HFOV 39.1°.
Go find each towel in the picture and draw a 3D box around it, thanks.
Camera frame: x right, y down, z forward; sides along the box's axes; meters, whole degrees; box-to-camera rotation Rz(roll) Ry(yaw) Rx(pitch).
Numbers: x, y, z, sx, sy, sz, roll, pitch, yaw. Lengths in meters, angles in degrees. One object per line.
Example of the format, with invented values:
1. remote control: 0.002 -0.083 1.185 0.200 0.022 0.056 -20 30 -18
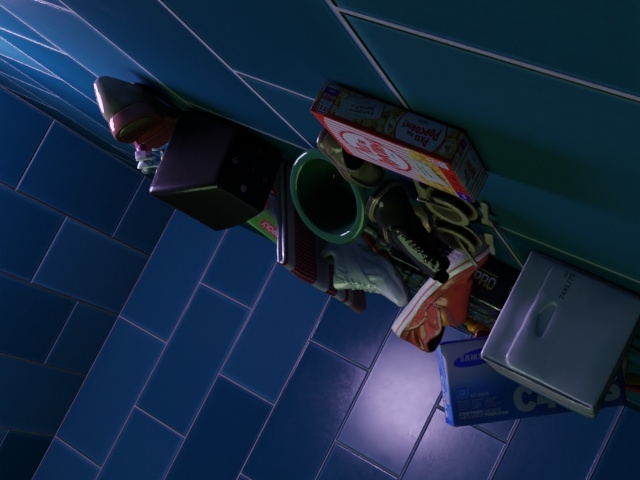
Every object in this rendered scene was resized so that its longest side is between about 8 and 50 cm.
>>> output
1. towel: 0.000 0.000 1.911 0.037 0.237 0.329 -17 151 27

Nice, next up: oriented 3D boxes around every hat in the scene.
1. hat: 0.065 -0.102 1.598 0.173 0.184 0.208 47 141 14

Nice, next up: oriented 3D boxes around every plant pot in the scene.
1. plant pot: -0.187 -0.135 1.770 0.167 0.187 0.188 4 159 46

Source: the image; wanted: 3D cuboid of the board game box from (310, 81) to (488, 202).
1. board game box: 0.100 -0.121 1.116 0.194 0.045 0.147 25 174 26

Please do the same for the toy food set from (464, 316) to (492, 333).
1. toy food set: 0.453 0.208 2.211 0.105 0.111 0.232 29 177 -27

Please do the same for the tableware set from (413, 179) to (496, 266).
1. tableware set: 0.205 -0.023 1.404 0.128 0.039 0.194 25 164 24

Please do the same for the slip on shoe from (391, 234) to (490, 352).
1. slip on shoe: 0.236 0.102 1.650 0.101 0.123 0.331 40 141 10

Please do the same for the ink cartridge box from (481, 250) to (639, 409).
1. ink cartridge box: 0.416 0.169 1.538 0.197 0.198 0.270 26 175 22

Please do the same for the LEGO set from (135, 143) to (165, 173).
1. LEGO set: -0.292 -0.201 1.917 0.132 0.107 0.287 3 -172 5

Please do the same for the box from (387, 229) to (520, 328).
1. box: 0.294 0.086 1.915 0.318 0.097 0.395 29 175 6

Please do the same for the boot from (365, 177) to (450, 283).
1. boot: 0.151 -0.013 1.436 0.137 0.077 0.198 46 179 24

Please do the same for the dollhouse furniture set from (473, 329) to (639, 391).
1. dollhouse furniture set: 0.528 0.303 1.981 0.374 0.152 0.201 12 173 -6

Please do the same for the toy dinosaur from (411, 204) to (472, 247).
1. toy dinosaur: 0.192 -0.038 1.550 0.183 0.053 0.092 23 157 22

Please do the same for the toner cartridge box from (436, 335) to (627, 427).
1. toner cartridge box: 0.413 0.262 1.774 0.348 0.165 0.075 -7 176 -4

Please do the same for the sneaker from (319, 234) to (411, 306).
1. sneaker: 0.086 0.072 1.808 0.232 0.115 0.090 44 175 38

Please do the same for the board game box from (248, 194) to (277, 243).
1. board game box: -0.076 -0.036 2.105 0.213 0.046 0.317 37 -170 -9

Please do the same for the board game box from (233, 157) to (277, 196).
1. board game box: -0.171 -0.166 2.040 0.170 0.048 0.141 27 174 7

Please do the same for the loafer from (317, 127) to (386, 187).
1. loafer: 0.052 -0.117 1.339 0.148 0.056 0.050 32 179 -43

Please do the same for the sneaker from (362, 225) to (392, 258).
1. sneaker: 0.089 0.022 2.187 0.107 0.118 0.279 21 172 47

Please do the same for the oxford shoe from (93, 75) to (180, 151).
1. oxford shoe: -0.370 -0.269 1.874 0.130 0.123 0.348 56 -179 4
